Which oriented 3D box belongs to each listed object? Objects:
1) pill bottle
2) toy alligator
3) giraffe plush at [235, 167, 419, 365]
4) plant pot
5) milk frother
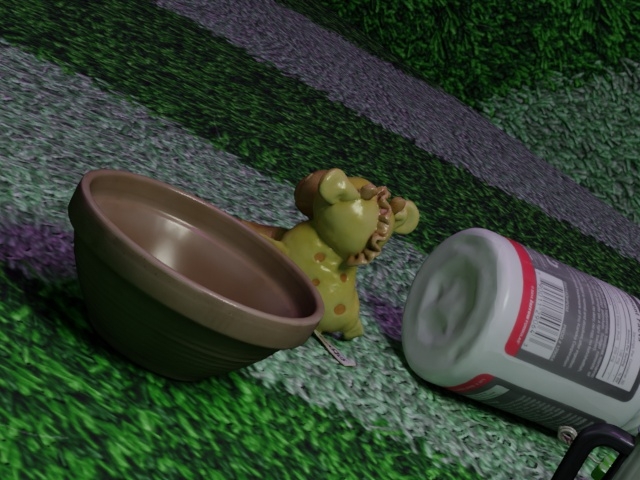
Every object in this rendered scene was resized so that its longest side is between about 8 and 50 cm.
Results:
[{"bbox_3d":[0.261,0.118,1.828,0.318,0.176,0.176,23,16,-30],"label":"pill bottle"},{"bbox_3d":[0.317,0.264,1.718,0.189,0.056,0.051,33,55,6],"label":"toy alligator"},{"bbox_3d":[0.000,0.000,1.703,0.210,0.170,0.181,36,15,18],"label":"giraffe plush"},{"bbox_3d":[-0.124,0.046,1.426,0.237,0.110,0.237,29,14,-8],"label":"plant pot"},{"bbox_3d":[0.278,0.249,1.509,0.129,0.135,0.143,27,15,-12],"label":"milk frother"}]
